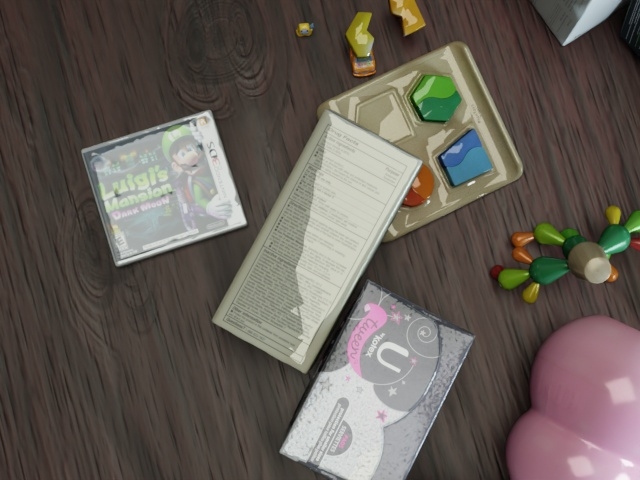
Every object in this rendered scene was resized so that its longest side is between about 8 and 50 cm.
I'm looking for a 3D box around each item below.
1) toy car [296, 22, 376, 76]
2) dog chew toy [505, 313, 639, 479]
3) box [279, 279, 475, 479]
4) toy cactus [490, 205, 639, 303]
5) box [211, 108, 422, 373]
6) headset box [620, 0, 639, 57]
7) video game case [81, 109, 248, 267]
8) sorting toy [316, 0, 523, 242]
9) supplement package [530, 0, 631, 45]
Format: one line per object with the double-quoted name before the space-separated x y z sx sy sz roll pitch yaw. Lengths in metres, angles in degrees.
"toy car" 0.021 -0.268 1.569 0.122 0.040 0.060 10 82 0
"dog chew toy" 0.329 0.264 1.419 0.207 0.206 0.332 27 90 4
"box" 0.070 0.197 1.449 0.163 0.142 0.247 27 82 3
"toy cactus" 0.338 0.028 1.465 0.219 0.180 0.112 -13 102 3
"box" 0.000 0.000 1.459 0.148 0.121 0.311 30 94 5
"headset box" 0.594 -0.271 1.493 0.246 0.131 0.283 -34 70 -8
"video game case" -0.216 -0.073 1.548 0.190 0.022 0.173 -18 82 -3
"sorting toy" 0.117 -0.179 1.531 0.229 0.041 0.307 -26 93 -3
"supplement package" 0.389 -0.406 1.479 0.204 0.262 0.145 -33 83 -5
